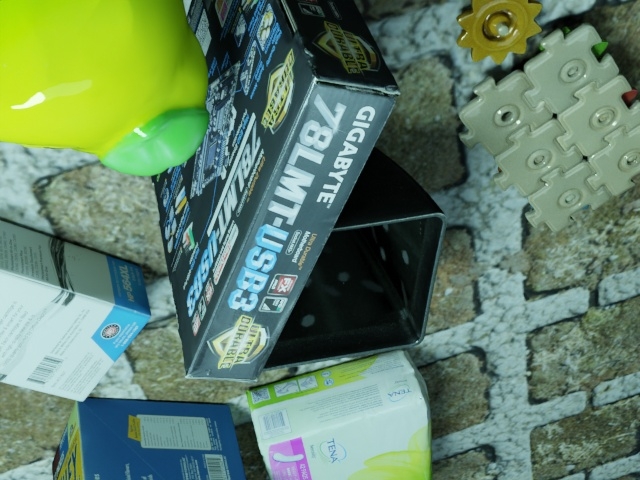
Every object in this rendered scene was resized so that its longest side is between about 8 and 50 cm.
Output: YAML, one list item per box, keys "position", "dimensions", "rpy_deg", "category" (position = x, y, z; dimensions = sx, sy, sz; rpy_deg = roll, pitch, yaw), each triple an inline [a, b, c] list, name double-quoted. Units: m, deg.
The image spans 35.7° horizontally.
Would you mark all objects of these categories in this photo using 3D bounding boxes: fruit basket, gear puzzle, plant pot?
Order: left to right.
- position: [-0.226, -0.168, 0.595]
  dimensions: [0.283, 0.392, 0.392]
  rpy_deg: [-29, 141, -23]
  category: "fruit basket"
- position: [0.000, 0.000, 1.005]
  dimensions: [0.188, 0.167, 0.187]
  rpy_deg: [-9, 135, -13]
  category: "plant pot"
- position: [0.233, -0.143, 1.045]
  dimensions: [0.175, 0.044, 0.339]
  rpy_deg: [-34, 132, 16]
  category: "gear puzzle"

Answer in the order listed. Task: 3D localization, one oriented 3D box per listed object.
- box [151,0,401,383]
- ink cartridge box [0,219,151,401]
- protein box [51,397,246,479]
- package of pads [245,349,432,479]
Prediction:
- position: [-0.061, -0.090, 0.803]
  dimensions: [0.073, 0.293, 0.295]
  rpy_deg: [5, 130, -25]
  category: "box"
- position: [-0.302, 0.071, 1.022]
  dimensions: [0.203, 0.085, 0.148]
  rpy_deg: [23, 121, -35]
  category: "ink cartridge box"
- position: [-0.208, 0.313, 1.213]
  dimensions: [0.201, 0.199, 0.136]
  rpy_deg: [7, 129, -25]
  category: "protein box"
- position: [0.039, 0.288, 1.350]
  dimensions: [0.229, 0.101, 0.296]
  rpy_deg: [-15, 137, -5]
  category: "package of pads"
